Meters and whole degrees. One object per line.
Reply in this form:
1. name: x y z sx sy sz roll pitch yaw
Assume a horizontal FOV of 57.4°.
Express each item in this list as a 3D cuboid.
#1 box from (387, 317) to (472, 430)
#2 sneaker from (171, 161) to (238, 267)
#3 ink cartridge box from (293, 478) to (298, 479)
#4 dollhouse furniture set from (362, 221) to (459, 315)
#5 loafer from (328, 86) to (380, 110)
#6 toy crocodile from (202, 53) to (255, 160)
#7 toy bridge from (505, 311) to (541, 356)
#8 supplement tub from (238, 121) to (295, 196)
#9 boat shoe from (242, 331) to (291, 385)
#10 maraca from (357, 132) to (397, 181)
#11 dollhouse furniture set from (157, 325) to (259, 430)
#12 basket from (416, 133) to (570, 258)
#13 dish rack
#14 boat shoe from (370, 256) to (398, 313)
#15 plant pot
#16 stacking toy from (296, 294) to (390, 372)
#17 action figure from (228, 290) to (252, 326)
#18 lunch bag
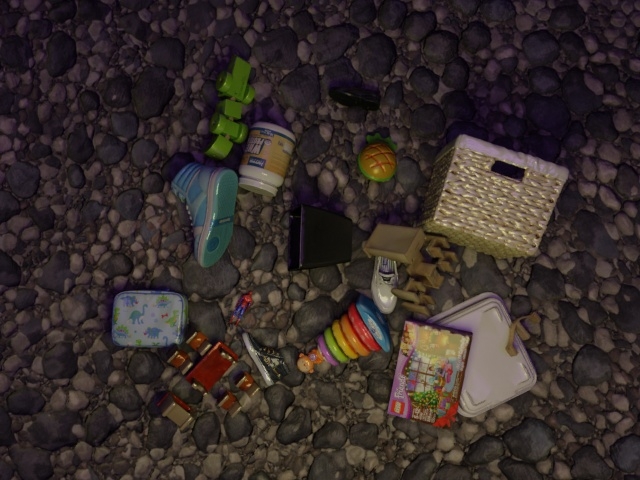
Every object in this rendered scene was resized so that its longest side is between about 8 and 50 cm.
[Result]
1. box: 0.326 0.397 1.747 0.201 0.057 0.293 11 95 13
2. sneaker: -0.376 -0.091 1.802 0.208 0.127 0.319 21 105 26
3. ink cartridge box: -0.104 0.895 1.688 0.270 0.151 0.395 -35 85 -5
4. dollhouse furniture set: 0.264 0.066 1.753 0.242 0.161 0.212 50 63 -37
5. loafer: 0.111 -0.467 1.878 0.170 0.062 0.061 15 62 -4
6. toy crocodile: -0.289 -0.418 1.838 0.115 0.105 0.340 16 81 -42
7. toy bridge: 0.610 0.275 1.781 0.188 0.026 0.063 -38 93 -36
8. supplement tub: -0.168 -0.249 1.798 0.144 0.144 0.200 16 84 0
9. boat shoe: -0.165 0.346 1.784 0.083 0.065 0.183 -30 93 -6
10. maraca: 0.183 -0.263 1.838 0.127 0.099 0.186 19 59 -8
11. dollhouse furniture set: -0.358 0.417 1.730 0.259 0.135 0.262 -47 107 -8
12. basket: 0.484 -0.116 1.715 0.328 0.331 0.266 18 86 1
13. dish rack: 0.497 0.353 1.798 0.285 0.072 0.333 -24 87 -5
14. boat shoe: 0.197 0.114 1.808 0.083 0.076 0.226 -4 85 -2
15. plant pot: 0.000 0.000 1.771 0.167 0.188 0.187 4 84 -15
16. stacking toy: 0.053 0.311 1.764 0.302 0.166 0.175 -32 92 10
17. action figure: -0.243 0.208 1.809 0.038 0.030 0.115 31 79 -4
18. lunch bag: -0.512 0.233 1.767 0.219 0.090 0.176 1 85 -2
